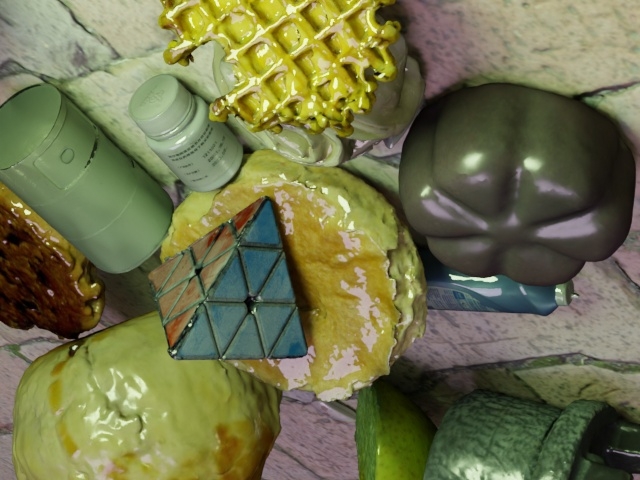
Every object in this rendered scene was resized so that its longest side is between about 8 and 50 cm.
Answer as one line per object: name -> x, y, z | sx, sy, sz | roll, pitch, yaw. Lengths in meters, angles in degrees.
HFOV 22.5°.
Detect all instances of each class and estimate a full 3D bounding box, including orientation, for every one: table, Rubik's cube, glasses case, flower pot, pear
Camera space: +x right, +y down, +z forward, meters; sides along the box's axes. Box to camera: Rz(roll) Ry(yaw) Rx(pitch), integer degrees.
table -> -0.285, -0.070, 1.895 | 0.126, 0.126, 0.220 | -5, 145, 36
Rubik's cube -> -0.063, 0.064, 1.819 | 0.178, 0.211, 0.190 | 35, 106, -25
glasses case -> 0.024, 0.256, 2.407 | 0.083, 0.021, 0.032 | 30, 152, -22
flower pot -> 0.301, 0.356, 2.132 | 0.283, 0.299, 0.299 | 8, 151, 26
pear -> 0.115, 0.295, 2.237 | 0.139, 0.288, 0.239 | -6, 129, 2

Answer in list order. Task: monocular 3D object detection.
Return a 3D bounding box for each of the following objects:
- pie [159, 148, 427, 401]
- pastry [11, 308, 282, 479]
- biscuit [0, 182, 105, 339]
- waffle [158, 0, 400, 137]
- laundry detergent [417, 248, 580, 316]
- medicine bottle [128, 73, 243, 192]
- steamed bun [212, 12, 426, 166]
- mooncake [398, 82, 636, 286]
pie -> -0.035, 0.043, 1.874 | 0.340, 0.083, 0.339 | 13, 122, 21
pastry -> -0.228, 0.258, 2.171 | 0.389, 0.389, 0.312 | -19, 95, 49
biscuit -> -0.396, 0.010, 2.096 | 0.289, 0.081, 0.334 | 41, 152, -5
waffle -> -0.038, -0.205, 1.459 | 0.232, 0.051, 0.228 | 9, 107, 14
laundry detergent -> 0.203, 0.054, 1.897 | 0.206, 0.061, 0.096 | 4, 147, 24
medicine bottle -> -0.150, -0.119, 1.777 | 0.080, 0.080, 0.130 | -3, 145, 34
steamed bun -> -0.006, -0.141, 1.584 | 0.218, 0.144, 0.211 | -10, 142, 43
mooncake -> 0.198, -0.055, 1.643 | 0.245, 0.133, 0.245 | 9, 146, 6
